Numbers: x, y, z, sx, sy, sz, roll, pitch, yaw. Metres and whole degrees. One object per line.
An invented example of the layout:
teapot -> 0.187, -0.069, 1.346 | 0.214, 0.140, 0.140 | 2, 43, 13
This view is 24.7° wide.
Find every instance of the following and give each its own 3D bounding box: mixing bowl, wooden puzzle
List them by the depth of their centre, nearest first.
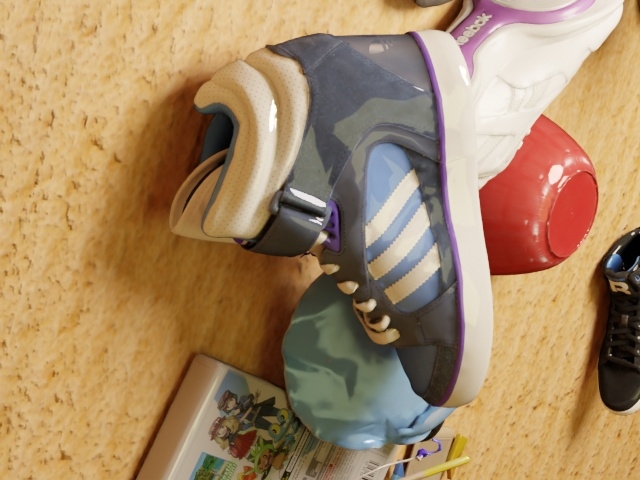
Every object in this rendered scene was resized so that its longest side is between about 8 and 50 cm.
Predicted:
mixing bowl -> 0.204, -0.040, 1.411 | 0.181, 0.098, 0.181 | -26, 125, -43
wooden puzzle -> 0.107, 0.225, 1.489 | 0.116, 0.014, 0.079 | 20, 87, -53

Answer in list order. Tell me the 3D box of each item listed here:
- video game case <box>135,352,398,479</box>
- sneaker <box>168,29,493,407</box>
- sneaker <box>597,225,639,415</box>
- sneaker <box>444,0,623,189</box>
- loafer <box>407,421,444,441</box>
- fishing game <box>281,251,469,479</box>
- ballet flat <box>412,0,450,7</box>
video game case -> -0.082, 0.286, 1.268 | 0.300, 0.036, 0.329 | 32, 82, -52
sneaker -> 0.000, 0.000, 1.132 | 0.236, 0.130, 0.323 | -11, 114, -14
sneaker -> 0.346, 0.083, 1.670 | 0.121, 0.079, 0.217 | 33, 73, -49
sneaker -> 0.152, -0.141, 1.306 | 0.305, 0.114, 0.152 | -35, 140, -26
loafer -> 0.093, 0.081, 1.341 | 0.078, 0.080, 0.220 | -46, 143, -62
fishing game -> 0.052, 0.091, 1.261 | 0.189, 0.041, 0.264 | -21, 108, -15
ballet flat -> 0.156, -0.282, 1.277 | 0.250, 0.058, 0.084 | -39, 169, -26
